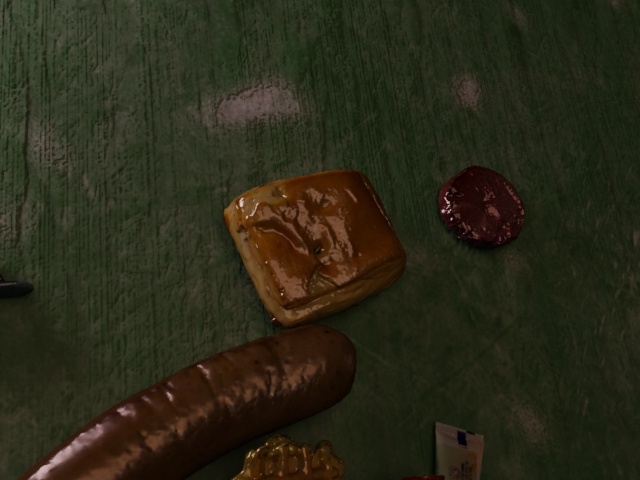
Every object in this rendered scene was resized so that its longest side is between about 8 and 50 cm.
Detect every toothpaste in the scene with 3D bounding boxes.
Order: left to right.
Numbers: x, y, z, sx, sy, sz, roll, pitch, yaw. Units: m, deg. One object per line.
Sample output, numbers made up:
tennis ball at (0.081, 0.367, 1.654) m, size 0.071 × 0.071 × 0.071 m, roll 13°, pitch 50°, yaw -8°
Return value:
toothpaste at (0.178, 0.402, 1.093) m, size 0.058 × 0.056 × 0.314 m, roll 52°, pitch 39°, yaw -47°

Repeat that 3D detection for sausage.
sausage at (-0.166, 0.228, 0.985) m, size 0.500 × 0.123 × 0.136 m, roll -24°, pitch 62°, yaw -29°

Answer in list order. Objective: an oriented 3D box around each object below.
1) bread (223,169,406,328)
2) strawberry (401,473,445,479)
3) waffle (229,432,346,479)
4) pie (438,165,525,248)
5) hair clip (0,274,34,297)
bread at (0.000, 0.000, 1.166) m, size 0.235 × 0.099 × 0.211 m, roll -19°, pitch 76°, yaw -27°
strawberry at (0.094, 0.425, 0.988) m, size 0.106 × 0.188 × 0.286 m, roll 9°, pitch 53°, yaw -1°
waffle at (-0.035, 0.359, 0.981) m, size 0.238 × 0.058 × 0.243 m, roll 49°, pitch 57°, yaw -23°
pie at (0.264, -0.055, 1.331) m, size 0.154 × 0.036 × 0.155 m, roll 8°, pitch 65°, yaw -18°
hair clip at (-0.486, 0.100, 0.968) m, size 0.275 × 0.048 × 0.083 m, roll -35°, pitch 85°, yaw -25°
